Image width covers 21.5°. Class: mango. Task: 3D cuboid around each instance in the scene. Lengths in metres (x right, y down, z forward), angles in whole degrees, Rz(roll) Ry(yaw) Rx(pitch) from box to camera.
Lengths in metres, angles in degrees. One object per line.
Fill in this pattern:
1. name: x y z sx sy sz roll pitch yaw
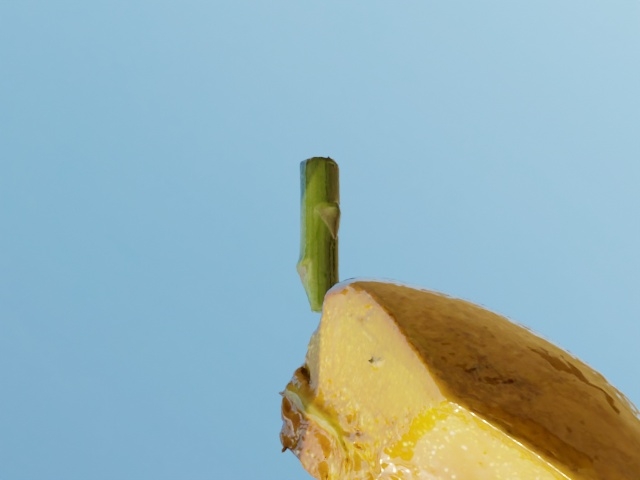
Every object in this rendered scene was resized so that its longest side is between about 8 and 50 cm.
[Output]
1. mango: 0.120 0.143 1.176 0.350 0.201 0.199 25 -121 33

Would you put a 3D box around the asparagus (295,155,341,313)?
1. asparagus: 0.000 0.000 1.628 0.041 0.045 0.178 60 -155 -55
